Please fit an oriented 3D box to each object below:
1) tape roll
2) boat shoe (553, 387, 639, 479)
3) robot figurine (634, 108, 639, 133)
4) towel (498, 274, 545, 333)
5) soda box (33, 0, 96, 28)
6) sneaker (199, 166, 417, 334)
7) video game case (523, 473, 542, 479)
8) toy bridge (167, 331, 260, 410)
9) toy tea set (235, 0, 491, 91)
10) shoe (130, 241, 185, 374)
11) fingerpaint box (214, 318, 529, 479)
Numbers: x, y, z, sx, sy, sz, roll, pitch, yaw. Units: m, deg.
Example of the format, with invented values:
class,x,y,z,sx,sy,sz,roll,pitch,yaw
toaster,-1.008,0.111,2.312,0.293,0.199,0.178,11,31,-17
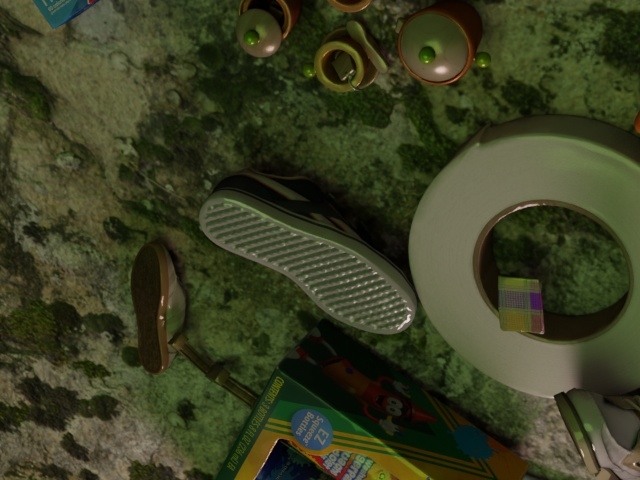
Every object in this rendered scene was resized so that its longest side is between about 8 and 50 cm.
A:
class,x,y,z,sx,sy,sz,roll,pitch,yaw
tape roll,0.305,0.026,1.685,0.392,0.072,0.392,11,121,19
boat shoe,0.376,0.241,1.672,0.103,0.302,0.113,-25,66,12
robot figurine,0.454,-0.128,1.487,0.158,0.128,0.219,10,110,-18
towel,0.258,0.084,1.687,0.060,0.009,0.083,3,117,24
soda box,-0.295,-0.368,1.751,0.210,0.067,0.071,-26,103,34
sneaker,0.000,0.000,1.781,0.321,0.127,0.126,32,127,-3
video game case,0.347,0.468,1.877,0.193,0.023,0.212,20,96,14
toy bridge,-0.157,0.205,1.999,0.188,0.026,0.063,41,166,-17
toy tea set,0.046,-0.267,1.613,0.336,0.124,0.200,-14,110,30
shoe,-0.243,0.098,1.990,0.076,0.058,0.219,23,122,36
fingerpaint box,0.033,0.405,1.940,0.371,0.163,0.445,35,125,9
